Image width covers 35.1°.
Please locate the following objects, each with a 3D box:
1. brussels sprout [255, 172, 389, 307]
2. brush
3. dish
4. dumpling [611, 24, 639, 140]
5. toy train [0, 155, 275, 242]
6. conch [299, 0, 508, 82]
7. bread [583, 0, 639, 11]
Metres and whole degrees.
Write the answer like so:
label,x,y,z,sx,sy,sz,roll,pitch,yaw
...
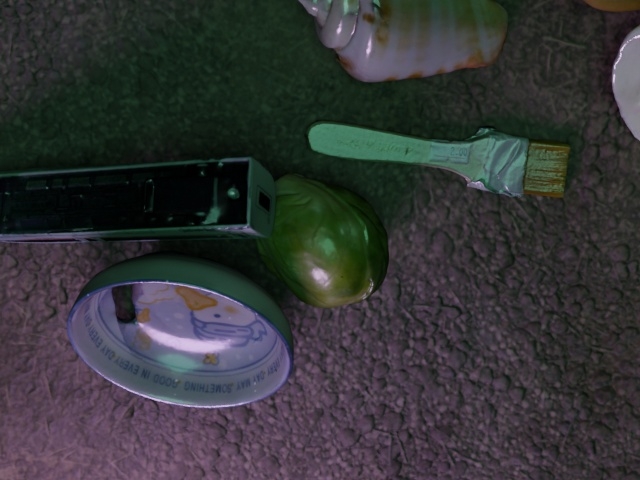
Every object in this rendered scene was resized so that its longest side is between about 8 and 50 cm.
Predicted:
label,x,y,z,sx,sy,sz,roll,pitch,yaw
brussels sprout,0.004,0.000,1.236,0.131,0.145,0.183,-40,108,-23
brush,0.147,-0.108,1.269,0.337,0.020,0.085,7,103,-3
dish,-0.162,0.083,1.249,0.273,0.133,0.273,4,140,3
dumpling,0.470,-0.218,1.186,0.243,0.187,0.318,2,128,20
toy train,-0.257,-0.042,1.215,0.407,0.088,0.086,-1,79,18
conch,0.099,-0.260,1.178,0.255,0.127,0.158,3,103,-3
bread,0.344,-0.367,1.161,0.213,0.105,0.213,-1,88,15
